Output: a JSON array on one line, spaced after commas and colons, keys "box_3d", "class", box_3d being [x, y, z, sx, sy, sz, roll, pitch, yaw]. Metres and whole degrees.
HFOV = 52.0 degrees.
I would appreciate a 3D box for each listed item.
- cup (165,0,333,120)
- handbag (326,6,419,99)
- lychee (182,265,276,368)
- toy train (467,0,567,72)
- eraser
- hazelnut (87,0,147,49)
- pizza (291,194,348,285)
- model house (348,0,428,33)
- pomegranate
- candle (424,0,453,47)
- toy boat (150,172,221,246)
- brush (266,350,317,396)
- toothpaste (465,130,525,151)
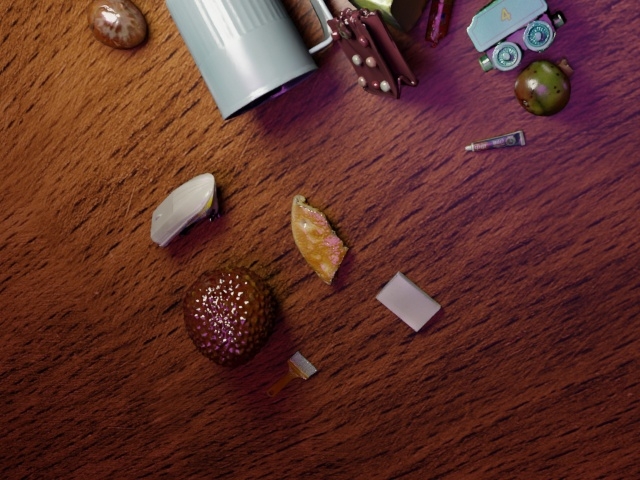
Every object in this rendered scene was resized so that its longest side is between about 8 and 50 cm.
[{"box_3d": [-0.162, -0.495, 1.541, 0.331, 0.257, 0.311, -24, 100, 27], "class": "cup"}, {"box_3d": [0.112, -0.423, 1.482, 0.074, 0.203, 0.216, -40, 118, -5], "class": "handbag"}, {"box_3d": [-0.251, 0.211, 1.853, 0.275, 0.304, 0.276, -5, 135, -5], "class": "lychee"}, {"box_3d": [0.425, -0.462, 1.437, 0.198, 0.107, 0.154, -30, 91, 27], "class": "toy train"}, {"box_3d": [0.239, 0.168, 1.795, 0.150, 0.023, 0.104, 40, 118, 1], "class": "eraser"}, {"box_3d": [-0.524, -0.567, 1.702, 0.154, 0.143, 0.143, 35, 119, -17], "class": "hazelnut"}, {"box_3d": [-0.006, -0.001, 1.795, 0.134, 0.056, 0.271, -28, 98, 29], "class": "pizza"}, {"box_3d": [0.127, -0.586, 1.447, 0.211, 0.194, 0.170, 29, 102, 20], "class": "model house"}, {"box_3d": [0.496, -0.339, 1.459, 0.130, 0.130, 0.130, 7, 113, 17], "class": "pomegranate"}, {"box_3d": [0.270, -0.506, 1.501, 0.052, 0.052, 0.131, 16, 115, 13], "class": "candle"}, {"box_3d": [-0.367, -0.083, 1.848, 0.269, 0.141, 0.141, -25, 101, 26], "class": "toy boat"}, {"box_3d": [-0.101, 0.425, 2.023, 0.083, 0.011, 0.205, 43, 119, -2], "class": "brush"}, {"box_3d": [0.417, -0.234, 1.576, 0.140, 0.021, 0.037, -9, 112, 19], "class": "toothpaste"}]
